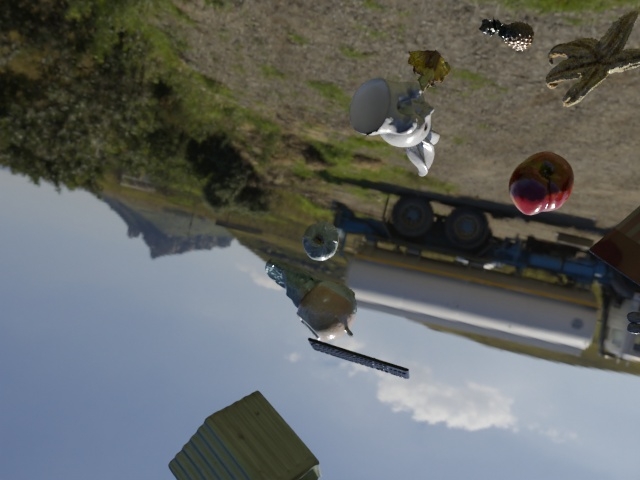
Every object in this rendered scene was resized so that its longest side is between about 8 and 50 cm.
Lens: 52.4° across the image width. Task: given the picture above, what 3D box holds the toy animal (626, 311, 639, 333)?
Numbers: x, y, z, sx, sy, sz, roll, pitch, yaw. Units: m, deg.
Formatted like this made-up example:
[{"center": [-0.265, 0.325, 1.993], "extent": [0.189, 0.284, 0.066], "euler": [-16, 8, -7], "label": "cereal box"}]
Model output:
[{"center": [0.949, 0.177, 1.576], "extent": [0.302, 0.225, 0.284], "euler": [-5, 180, 45], "label": "toy animal"}]

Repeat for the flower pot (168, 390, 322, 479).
[{"center": [-0.133, 0.423, 1.190], "extent": [0.189, 0.239, 0.209], "euler": [42, -169, 25], "label": "flower pot"}]

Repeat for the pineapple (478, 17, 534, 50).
[{"center": [0.362, -0.406, 1.276], "extent": [0.124, 0.058, 0.058], "euler": [-3, -169, -31], "label": "pineapple"}]

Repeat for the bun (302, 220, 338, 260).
[{"center": [0.000, 0.000, 1.337], "extent": [0.083, 0.083, 0.045], "euler": [14, 179, 7], "label": "bun"}]

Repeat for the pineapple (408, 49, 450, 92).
[{"center": [0.264, -0.408, 1.566], "extent": [0.114, 0.114, 0.077], "euler": [17, 159, -18], "label": "pineapple"}]

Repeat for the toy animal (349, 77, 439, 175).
[{"center": [0.168, -0.203, 1.158], "extent": [0.220, 0.104, 0.130], "euler": [19, 150, -41], "label": "toy animal"}]

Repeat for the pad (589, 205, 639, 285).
[{"center": [0.539, 0.014, 0.884], "extent": [0.005, 0.202, 0.300], "euler": [45, -175, -32], "label": "pad"}]

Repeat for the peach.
[{"center": [0.348, -0.089, 1.027], "extent": [0.100, 0.101, 0.101], "euler": [14, -178, 0], "label": "peach"}]

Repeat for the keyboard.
[{"center": [0.052, 0.291, 1.721], "extent": [0.381, 0.041, 0.103], "euler": [21, 160, 18], "label": "keyboard"}]

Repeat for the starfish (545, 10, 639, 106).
[{"center": [0.584, -0.381, 1.350], "extent": [0.238, 0.216, 0.071], "euler": [14, 179, 38], "label": "starfish"}]

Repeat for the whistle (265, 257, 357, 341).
[{"center": [-0.020, 0.157, 1.881], "extent": [0.348, 0.189, 0.189], "euler": [40, -167, 23], "label": "whistle"}]
